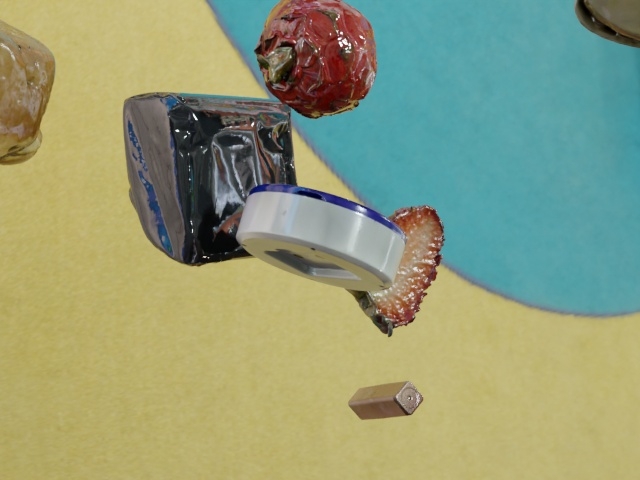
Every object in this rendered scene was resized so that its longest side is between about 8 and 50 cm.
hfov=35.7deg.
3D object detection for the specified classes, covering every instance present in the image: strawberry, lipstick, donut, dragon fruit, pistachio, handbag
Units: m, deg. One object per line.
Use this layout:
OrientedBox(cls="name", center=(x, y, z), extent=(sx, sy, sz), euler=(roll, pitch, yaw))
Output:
OrientedBox(cls="strawberry", center=(0.126, 0.046, 1.661), extent=(0.208, 0.087, 0.167), euler=(-40, 102, -19))
OrientedBox(cls="lipstick", center=(0.104, 0.262, 1.619), extent=(0.045, 0.145, 0.045), euler=(48, 59, -11))
OrientedBox(cls="donut", center=(-0.438, -0.192, 1.055), extent=(0.317, 0.299, 0.150), euler=(23, 98, -13))
OrientedBox(cls="dragon fruit", center=(-0.006, -0.257, 1.383), extent=(0.209, 0.172, 0.172), euler=(10, 68, -69))
OrientedBox(cls="pistachio", center=(0.458, -0.328, 1.359), extent=(0.225, 0.136, 0.136), euler=(1, 75, -9))
OrientedBox(cls="handbag", center=(-0.170, -0.087, 1.537), extent=(0.301, 0.177, 0.275), euler=(-8, 99, -58))

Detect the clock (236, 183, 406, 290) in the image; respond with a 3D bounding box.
OrientedBox(cls="clock", center=(0.000, 0.000, 1.375), extent=(0.230, 0.230, 0.083), euler=(28, 72, -32))
